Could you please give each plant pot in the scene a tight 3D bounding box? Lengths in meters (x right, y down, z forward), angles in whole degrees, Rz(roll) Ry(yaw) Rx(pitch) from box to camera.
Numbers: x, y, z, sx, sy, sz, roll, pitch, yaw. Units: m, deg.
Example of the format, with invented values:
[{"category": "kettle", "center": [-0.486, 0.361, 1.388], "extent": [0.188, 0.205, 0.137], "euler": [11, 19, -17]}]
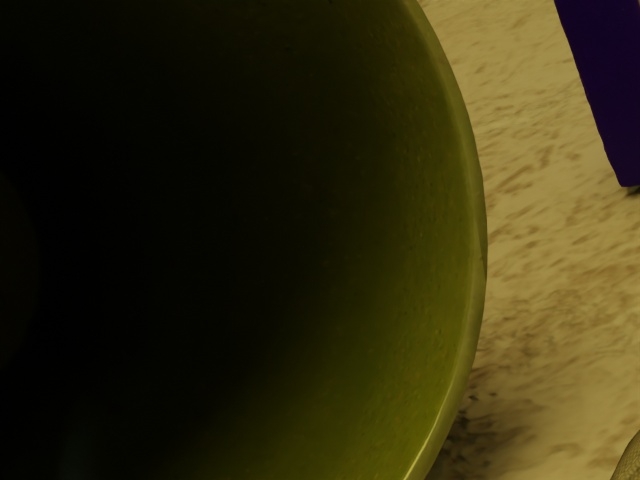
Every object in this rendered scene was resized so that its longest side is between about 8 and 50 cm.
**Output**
[{"category": "plant pot", "center": [-0.128, 0.007, 0.720], "extent": [0.275, 0.275, 0.293], "euler": [-35, 10, -23]}]

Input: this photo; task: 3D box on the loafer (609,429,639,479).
[{"category": "loafer", "center": [0.164, 0.089, 0.448], "extent": [0.092, 0.102, 0.268], "euler": [-39, 19, -28]}]

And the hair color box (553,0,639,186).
[{"category": "hair color box", "center": [0.252, -0.162, 0.862], "extent": [0.185, 0.110, 0.339], "euler": [-7, 28, 32]}]
